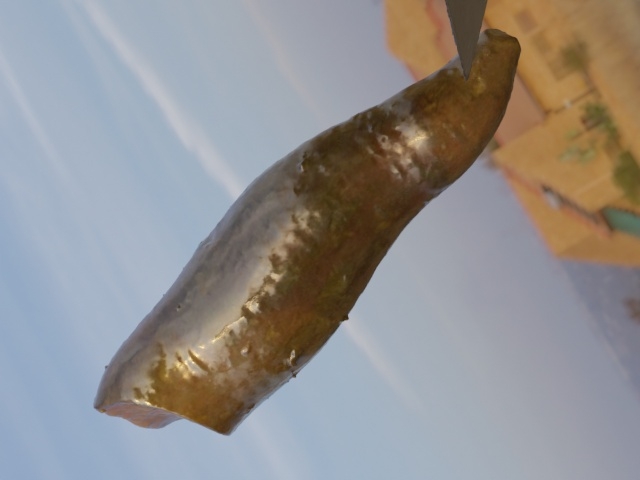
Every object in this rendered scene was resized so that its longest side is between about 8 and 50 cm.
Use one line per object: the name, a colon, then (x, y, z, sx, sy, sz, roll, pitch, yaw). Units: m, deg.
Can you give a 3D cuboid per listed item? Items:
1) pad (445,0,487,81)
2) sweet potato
pad: (0.050, -0.160, 0.396, 0.265, 0.009, 0.159, 52, -128, -72)
sweet potato: (0.000, 0.000, 0.641, 0.077, 0.243, 0.077, 45, 179, 1)
